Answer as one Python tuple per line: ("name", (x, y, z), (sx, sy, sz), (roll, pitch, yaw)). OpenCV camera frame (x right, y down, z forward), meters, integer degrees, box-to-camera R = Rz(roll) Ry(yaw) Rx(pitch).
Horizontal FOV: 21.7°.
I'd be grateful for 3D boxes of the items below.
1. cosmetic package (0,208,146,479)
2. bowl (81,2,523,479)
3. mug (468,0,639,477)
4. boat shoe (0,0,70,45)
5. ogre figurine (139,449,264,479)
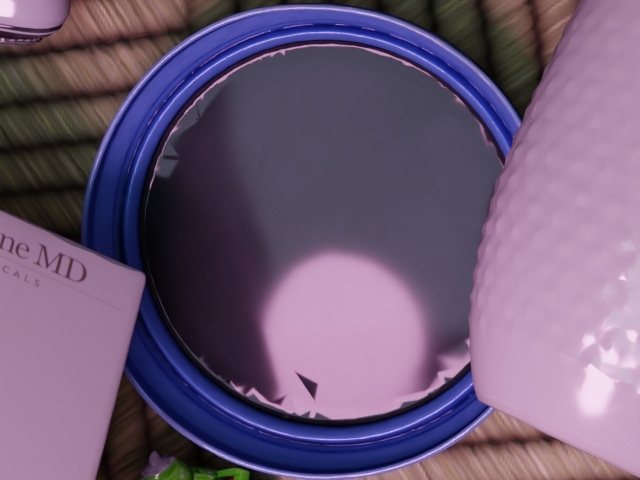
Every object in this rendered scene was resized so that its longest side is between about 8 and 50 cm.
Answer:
("cosmetic package", (-0.302, 0.199, 1.206), (0.230, 0.453, 0.161), (25, 147, -24))
("bowl", (0.000, 0.000, 1.374), (0.391, 0.077, 0.391), (1, 98, 10))
("mug", (0.288, 0.019, 1.215), (0.374, 0.276, 0.328), (29, 86, -38))
("boat shoe", (-0.362, -0.191, 1.408), (0.335, 0.121, 0.119), (11, 108, 20))
("ogre figurine", (-0.097, 0.247, 1.397), (0.197, 0.097, 0.118), (16, 76, -21))
